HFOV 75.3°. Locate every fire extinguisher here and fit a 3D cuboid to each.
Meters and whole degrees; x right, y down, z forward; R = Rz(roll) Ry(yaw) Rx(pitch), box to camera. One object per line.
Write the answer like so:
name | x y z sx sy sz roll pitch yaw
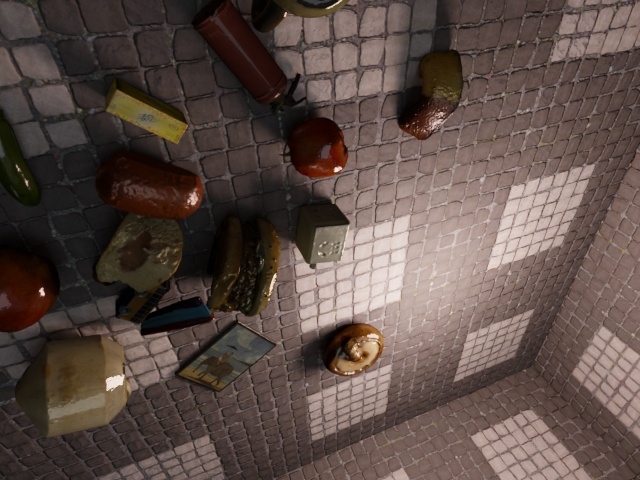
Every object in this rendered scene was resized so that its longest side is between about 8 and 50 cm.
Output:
fire extinguisher | -0.155 -0.453 1.051 0.147 0.107 0.337 -55 134 -10

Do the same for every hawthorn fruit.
hawthorn fruit | -0.023 -0.264 1.214 0.201 0.179 0.179 -16 132 1

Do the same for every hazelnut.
hazelnut | -0.636 0.091 1.236 0.087 0.086 0.086 -14 130 -17

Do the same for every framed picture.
framed picture | -0.383 0.486 1.712 0.347 0.016 0.265 -40 132 5

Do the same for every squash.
squash | -0.732 -0.184 0.975 0.069 0.069 0.257 -13 130 -18

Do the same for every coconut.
coconut | -0.774 0.456 1.307 0.324 0.323 0.322 -14 130 -17

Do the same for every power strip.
power strip | 0.000 0.000 1.447 0.141 0.139 0.224 -7 127 -23

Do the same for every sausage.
sausage | -0.444 -0.139 1.099 0.268 0.153 0.140 12 111 -35

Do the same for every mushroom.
mushroom | 0.148 0.498 1.902 0.297 0.163 0.278 -31 141 -3

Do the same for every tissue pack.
tissue pack | -0.423 -0.316 1.013 0.176 0.095 0.062 23 112 -38

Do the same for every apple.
apple | -0.810 0.119 1.081 0.230 0.230 0.229 -14 130 -17

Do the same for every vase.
vase | -0.059 -0.602 0.886 0.241 0.302 0.329 16 134 -36

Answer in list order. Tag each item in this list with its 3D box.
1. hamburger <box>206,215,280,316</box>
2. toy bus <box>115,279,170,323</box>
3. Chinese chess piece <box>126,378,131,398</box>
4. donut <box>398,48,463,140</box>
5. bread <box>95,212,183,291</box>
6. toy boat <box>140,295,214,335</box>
hamburger | -0.252 0.097 1.313 0.196 0.276 0.317 12 124 -24
toy bus | -0.563 0.173 1.324 0.182 0.091 0.103 -46 130 12
Chinese chess piece | -0.773 0.566 1.548 0.122 0.051 0.122 -14 131 -17
donut | 0.343 -0.435 1.288 0.113 0.151 0.294 4 124 -18
bread | -0.501 0.015 1.195 0.184 0.211 0.224 29 135 -24
toy boat | -0.456 0.240 1.300 0.392 0.079 0.136 -20 -174 42
